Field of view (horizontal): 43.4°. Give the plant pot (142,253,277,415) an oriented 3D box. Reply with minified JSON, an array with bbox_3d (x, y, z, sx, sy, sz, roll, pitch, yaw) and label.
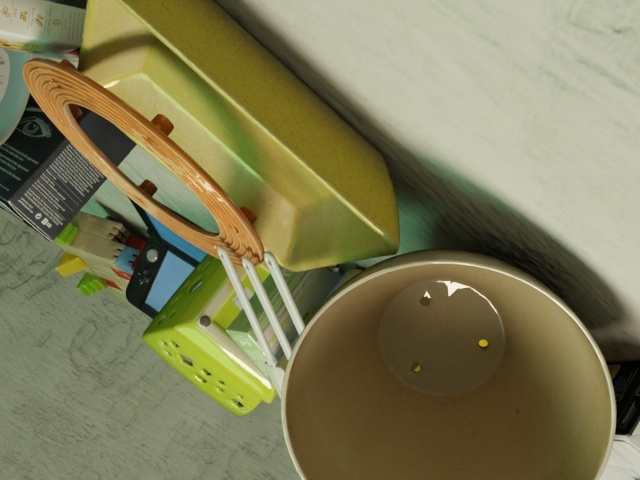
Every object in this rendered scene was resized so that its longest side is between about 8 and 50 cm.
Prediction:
[{"bbox_3d":[-0.123,0.134,1.315,0.227,0.228,0.207,41,156,-10],"label":"plant pot"}]

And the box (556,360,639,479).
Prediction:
[{"bbox_3d":[0.311,0.210,0.829,0.169,0.087,0.290,39,164,-6],"label":"box"}]

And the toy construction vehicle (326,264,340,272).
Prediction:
[{"bbox_3d":[0.000,0.000,1.024,0.098,0.035,0.086,43,174,-10],"label":"toy construction vehicle"}]

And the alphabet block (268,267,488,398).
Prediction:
[{"bbox_3d":[0.093,0.177,1.017,0.197,0.193,0.192,18,156,49],"label":"alphabet block"}]

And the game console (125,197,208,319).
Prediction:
[{"bbox_3d":[-0.288,0.068,1.583,0.293,0.250,0.173,29,-172,27],"label":"game console"}]

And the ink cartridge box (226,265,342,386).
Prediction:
[{"bbox_3d":[-0.007,0.141,1.111,0.056,0.171,0.235,0,134,46],"label":"ink cartridge box"}]

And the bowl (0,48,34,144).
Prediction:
[{"bbox_3d":[-0.490,-0.222,1.051,0.163,0.312,0.311,17,163,1],"label":"bowl"}]

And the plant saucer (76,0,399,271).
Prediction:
[{"bbox_3d":[-0.085,-0.109,0.808,0.333,0.081,0.332,41,163,-11],"label":"plant saucer"}]

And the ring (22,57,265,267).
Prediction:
[{"bbox_3d":[-0.192,-0.085,0.907,0.336,0.032,0.337,34,163,12],"label":"ring"}]

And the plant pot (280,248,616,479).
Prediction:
[{"bbox_3d":[0.116,0.127,0.775,0.284,0.284,0.191,39,-164,-4],"label":"plant pot"}]

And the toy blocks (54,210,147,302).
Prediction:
[{"bbox_3d":[-0.458,0.071,1.974,0.260,0.191,0.381,16,155,26],"label":"toy blocks"}]

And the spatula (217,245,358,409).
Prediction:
[{"bbox_3d":[-0.035,0.114,0.899,0.168,0.019,0.242,3,118,60],"label":"spatula"}]

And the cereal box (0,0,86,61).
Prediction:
[{"bbox_3d":[-0.355,-0.237,0.862,0.240,0.047,0.173,5,-175,-34],"label":"cereal box"}]

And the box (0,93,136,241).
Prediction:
[{"bbox_3d":[-0.405,-0.129,1.202,0.153,0.207,0.108,28,161,34],"label":"box"}]
